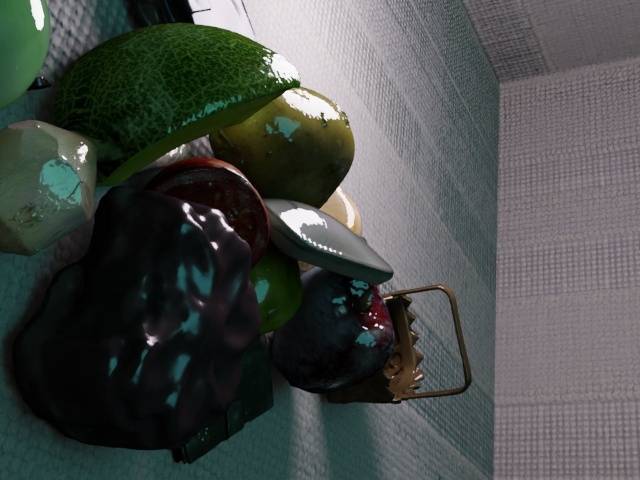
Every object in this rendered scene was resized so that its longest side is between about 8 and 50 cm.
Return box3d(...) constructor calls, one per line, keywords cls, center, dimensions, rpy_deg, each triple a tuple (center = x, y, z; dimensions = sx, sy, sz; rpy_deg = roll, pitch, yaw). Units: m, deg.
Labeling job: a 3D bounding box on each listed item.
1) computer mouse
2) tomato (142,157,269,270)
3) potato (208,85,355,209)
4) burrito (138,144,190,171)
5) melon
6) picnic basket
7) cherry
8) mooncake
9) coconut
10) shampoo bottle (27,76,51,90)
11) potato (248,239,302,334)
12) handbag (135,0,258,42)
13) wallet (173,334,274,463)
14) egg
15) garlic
box3d(cls="computer mouse", center=(0.003, -0.006, 1.723), dimensions=(0.331, 0.197, 0.095), rpy_deg=(19, 104, -41))
box3d(cls="tomato", center=(-0.199, -0.049, 1.563), dimensions=(0.233, 0.200, 0.139), rpy_deg=(59, 4, -33))
box3d(cls="potato", center=(-0.070, -0.189, 1.779), dimensions=(0.270, 0.219, 0.359), rpy_deg=(-52, 154, -4))
box3d(cls="burrito", center=(-0.301, -0.148, 1.508), dimensions=(0.082, 0.059, 0.275), rpy_deg=(52, 26, 8))
box3d(cls="melon", center=(-0.241, -0.210, 1.405), dimensions=(0.343, 0.331, 0.226), rpy_deg=(-44, 153, -65))
box3d(cls="picnic basket", center=(0.176, 0.245, 2.122), dimensions=(0.291, 0.321, 0.254), rpy_deg=(-14, 93, -67))
box3d(cls="cherry", center=(0.025, 0.177, 1.856), dimensions=(0.218, 0.296, 0.255), rpy_deg=(6, 51, -50))
box3d(cls="mooncake", center=(-0.241, 0.124, 1.357), dimensions=(0.350, 0.212, 0.381), rpy_deg=(44, 56, -60))
box3d(cls="coconut", center=(-0.369, -0.073, 1.188), dimensions=(0.171, 0.183, 0.171), rpy_deg=(52, -12, 15))
box3d(cls="shampoo bottle", center=(-0.428, -0.331, 1.290), dimensions=(0.068, 0.067, 0.236), rpy_deg=(-19, 101, -54))
box3d(cls="potato", center=(-0.123, 0.087, 1.706), dimensions=(0.253, 0.148, 0.186), rpy_deg=(-33, 134, -55))
box3d(cls="handbag", center=(-0.237, -0.423, 1.653), dimensions=(0.269, 0.118, 0.326), rpy_deg=(-39, 110, -63))
box3d(cls="wallet", center=(-0.178, 0.276, 1.671), dimensions=(0.317, 0.044, 0.169), rpy_deg=(-19, 101, -64))
box3d(cls="egg", center=(-0.438, -0.243, 1.056), dimensions=(0.270, 0.220, 0.220), rpy_deg=(-50, 128, -57))
box3d(cls="garlic", center=(0.012, -0.034, 2.091), dimensions=(0.164, 0.145, 0.245), rpy_deg=(22, 56, -27))
